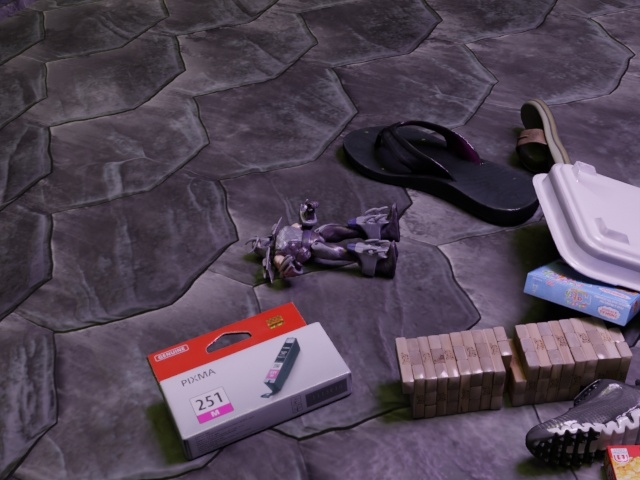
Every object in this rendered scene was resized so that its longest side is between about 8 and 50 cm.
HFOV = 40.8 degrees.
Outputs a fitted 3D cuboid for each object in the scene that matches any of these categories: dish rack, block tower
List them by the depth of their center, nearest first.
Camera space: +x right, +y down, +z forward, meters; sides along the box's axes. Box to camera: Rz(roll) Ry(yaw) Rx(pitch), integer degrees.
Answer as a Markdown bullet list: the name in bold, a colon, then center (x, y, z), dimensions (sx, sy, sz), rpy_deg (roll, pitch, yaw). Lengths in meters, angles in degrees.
- **block tower**: center (0.284, 0.191, 1.302), dimensions (0.335, 0.097, 0.091), rpy_deg (-5, 39, -2)
- **dish rack**: center (0.536, -0.020, 1.438), dimensions (0.333, 0.072, 0.285), rpy_deg (17, 35, -13)

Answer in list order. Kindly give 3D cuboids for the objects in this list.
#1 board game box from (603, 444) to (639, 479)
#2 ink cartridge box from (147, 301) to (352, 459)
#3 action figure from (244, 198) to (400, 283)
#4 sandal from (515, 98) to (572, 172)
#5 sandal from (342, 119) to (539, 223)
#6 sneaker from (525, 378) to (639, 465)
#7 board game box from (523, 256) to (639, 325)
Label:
- **board game box**: center (0.464, 0.356, 1.115), dimensions (0.147, 0.045, 0.193), rpy_deg (-3, 40, 4)
- **ink cartridge box**: center (-0.122, 0.197, 1.372), dimensions (0.275, 0.060, 0.239), rpy_deg (-20, 43, -16)
- **action figure**: center (0.000, 0.000, 1.567), dimensions (0.285, 0.099, 0.185), rpy_deg (-2, 48, 11)
- **sandal**: center (0.438, -0.182, 1.723), dimensions (0.086, 0.120, 0.303), rpy_deg (-15, 39, 10)
- **sandal**: center (0.240, -0.171, 1.732), dimensions (0.446, 0.107, 0.167), rpy_deg (24, 48, 31)
- **sneaker**: center (0.391, 0.252, 1.230), dimensions (0.234, 0.078, 0.106), rpy_deg (-10, 37, -10)
- **board game box**: center (0.437, 0.076, 1.387), dimensions (0.160, 0.039, 0.211), rpy_deg (19, 15, 27)
